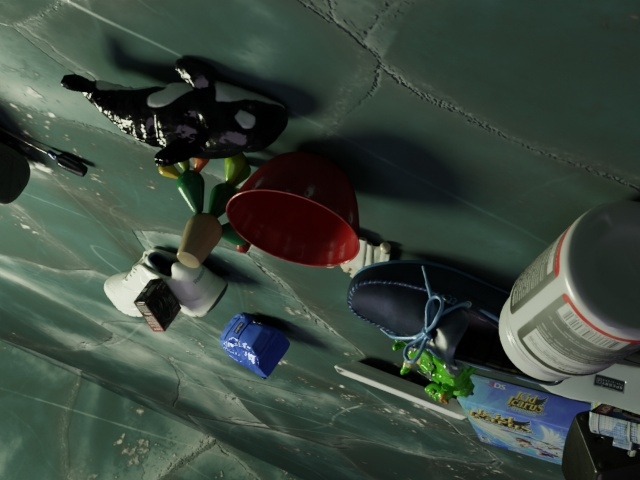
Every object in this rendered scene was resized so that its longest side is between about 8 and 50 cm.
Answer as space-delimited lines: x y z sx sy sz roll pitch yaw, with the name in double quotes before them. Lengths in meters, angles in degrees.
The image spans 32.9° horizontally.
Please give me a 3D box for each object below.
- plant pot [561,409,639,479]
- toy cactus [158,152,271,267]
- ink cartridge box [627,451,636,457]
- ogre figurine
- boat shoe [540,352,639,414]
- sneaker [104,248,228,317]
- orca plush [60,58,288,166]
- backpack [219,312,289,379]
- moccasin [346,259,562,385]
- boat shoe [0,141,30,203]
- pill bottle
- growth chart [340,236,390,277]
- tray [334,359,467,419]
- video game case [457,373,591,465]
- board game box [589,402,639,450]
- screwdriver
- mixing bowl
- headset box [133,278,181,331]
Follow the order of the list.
"plant pot" 0.496 0.363 1.755 0.187 0.188 0.167 -14 128 4
"toy cactus" -0.151 -0.044 1.474 0.112 0.181 0.219 -2 137 34
"ink cartridge box" 0.638 0.492 1.838 0.395 0.270 0.151 10 150 29
"ogre figurine" 0.186 0.195 1.736 0.118 0.097 0.197 32 149 29
"boat shoe" 0.419 0.198 1.611 0.258 0.095 0.084 23 -166 35
"sneaker" -0.306 0.067 2.029 0.297 0.111 0.129 -6 133 40
"orca plush" -0.191 -0.145 1.342 0.287 0.102 0.151 19 145 4
"backpack" -0.137 0.195 2.148 0.120 0.098 0.101 23 153 36
"moccasin" 0.201 0.116 1.556 0.341 0.117 0.138 11 127 9
"boat shoe" -0.580 -0.163 1.712 0.103 0.118 0.320 26 169 27
"pill bottle" 0.323 0.074 1.311 0.161 0.161 0.283 23 159 0
"growth chart" 0.000 0.000 1.646 0.237 0.021 0.172 23 159 -1
"tray" 0.160 0.290 2.137 0.270 0.030 0.145 20 170 7
"video game case" 0.407 0.346 2.011 0.269 0.061 0.244 12 155 25
"board game box" 0.480 0.268 1.622 0.194 0.060 0.194 9 -168 34
"screwdriver" -0.451 -0.151 1.750 0.169 0.025 0.024 32 159 1
"mixing bowl" -0.022 -0.053 1.424 0.181 0.098 0.181 15 152 8
"headset box" -0.288 0.119 1.937 0.032 0.062 0.083 -3 129 37
